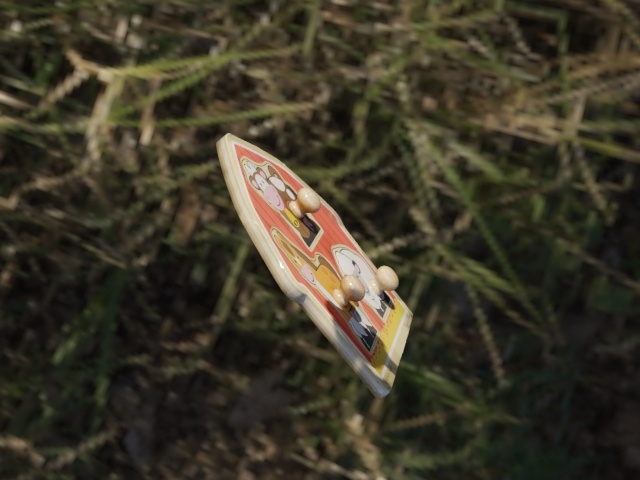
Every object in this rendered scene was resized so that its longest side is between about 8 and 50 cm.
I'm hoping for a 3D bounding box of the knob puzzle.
[{"bbox_3d":[0.000,0.000,1.316,0.030,0.213,0.213,-37,133,16],"label":"knob puzzle"}]
